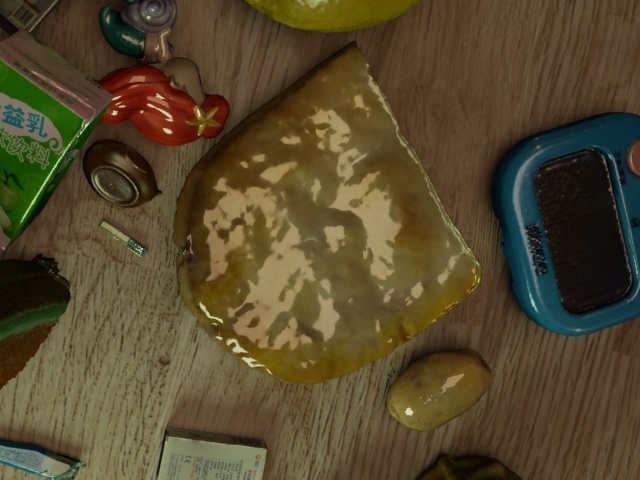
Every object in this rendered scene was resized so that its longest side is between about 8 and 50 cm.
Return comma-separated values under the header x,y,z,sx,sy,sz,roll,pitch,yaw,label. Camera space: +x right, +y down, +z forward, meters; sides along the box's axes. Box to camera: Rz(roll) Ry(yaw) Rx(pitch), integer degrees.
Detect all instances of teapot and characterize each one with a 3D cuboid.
x,y,z,sx,sy,sz,roll,pitch,yaw,label
-0.291,-0.101,1.545,0.098,0.078,0.129,-30,119,33,teapot

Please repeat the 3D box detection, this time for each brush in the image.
x,y,z,sx,sy,sz,roll,pitch,yaw,label
-0.299,-0.003,1.582,0.083,0.013,0.016,37,90,-13,brush

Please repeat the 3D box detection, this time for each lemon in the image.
x,y,z,sx,sy,sz,roll,pitch,yaw,label
0.037,-0.430,1.482,0.316,0.285,0.285,-20,105,33,lemon

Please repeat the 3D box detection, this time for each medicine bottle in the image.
x,y,z,sx,sy,sz,roll,pitch,yaw,label
-0.180,0.407,1.640,0.171,0.052,0.201,9,94,-14,medicine bottle

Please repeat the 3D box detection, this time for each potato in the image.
x,y,z,sx,sy,sz,roll,pitch,yaw,label
0.189,0.239,1.680,0.178,0.118,0.109,-34,68,6,potato

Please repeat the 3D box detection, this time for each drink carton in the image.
x,y,z,sx,sy,sz,roll,pitch,yaw,label
-0.424,-0.135,1.423,0.161,0.108,0.271,36,118,-7,drink carton

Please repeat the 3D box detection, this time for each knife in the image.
x,y,z,sx,sy,sz,roll,pitch,yaw,label
-0.500,0.307,1.566,0.296,0.026,0.044,22,88,-12,knife

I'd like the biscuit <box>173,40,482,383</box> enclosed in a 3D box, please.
x,y,z,sx,sy,sz,roll,pitch,yaw,label
0.000,0.000,1.575,0.446,0.104,0.429,-39,103,-10,biscuit

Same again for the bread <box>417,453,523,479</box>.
x,y,z,sx,sy,sz,roll,pitch,yaw,label
0.250,0.464,1.648,0.238,0.252,0.196,2,98,-16,bread

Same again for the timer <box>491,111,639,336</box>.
x,y,z,sx,sy,sz,roll,pitch,yaw,label
0.442,-0.029,1.703,0.309,0.115,0.340,-18,101,-12,timer

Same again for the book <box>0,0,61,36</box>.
x,y,z,sx,sy,sz,roll,pitch,yaw,label
-0.392,-0.400,1.462,0.157,0.026,0.231,40,86,19,book

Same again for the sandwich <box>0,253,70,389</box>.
x,y,z,sx,sy,sz,roll,pitch,yaw,label
-0.480,0.137,1.448,0.109,0.292,0.212,35,108,23,sandwich

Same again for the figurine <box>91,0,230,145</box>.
x,y,z,sx,sy,sz,roll,pitch,yaw,label
-0.253,-0.254,1.491,0.208,0.181,0.257,-28,108,-50,figurine
